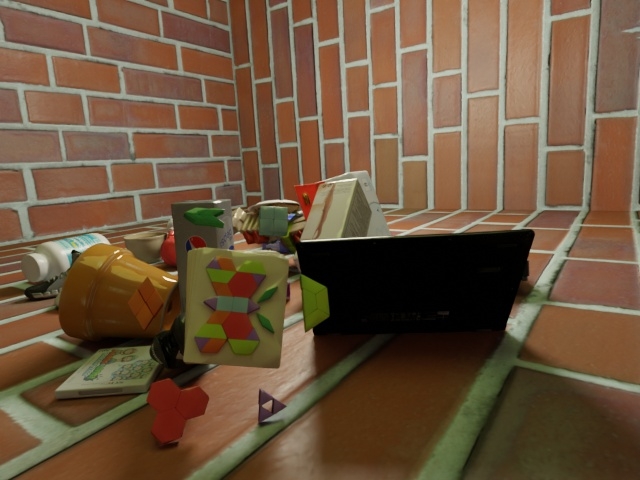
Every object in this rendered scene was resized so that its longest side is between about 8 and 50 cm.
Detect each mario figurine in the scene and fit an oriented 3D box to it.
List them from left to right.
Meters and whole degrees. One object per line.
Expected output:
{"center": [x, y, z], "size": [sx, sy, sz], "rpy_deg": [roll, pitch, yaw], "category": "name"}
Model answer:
{"center": [-0.508, -0.001, 1.652], "size": [0.198, 0.170, 0.320], "rpy_deg": [-2, 9, -3], "category": "mario figurine"}

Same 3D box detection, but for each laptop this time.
{"center": [0.172, 0.067, 0.887], "size": [0.382, 0.407, 0.236], "rpy_deg": [-3, 43, 6], "category": "laptop"}

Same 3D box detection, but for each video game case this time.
{"center": [-0.354, 0.227, 0.745], "size": [0.143, 0.019, 0.157], "rpy_deg": [-4, 10, -3], "category": "video game case"}

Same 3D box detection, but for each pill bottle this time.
{"center": [-0.873, 0.065, 1.455], "size": [0.146, 0.146, 0.264], "rpy_deg": [1, 11, 22], "category": "pill bottle"}

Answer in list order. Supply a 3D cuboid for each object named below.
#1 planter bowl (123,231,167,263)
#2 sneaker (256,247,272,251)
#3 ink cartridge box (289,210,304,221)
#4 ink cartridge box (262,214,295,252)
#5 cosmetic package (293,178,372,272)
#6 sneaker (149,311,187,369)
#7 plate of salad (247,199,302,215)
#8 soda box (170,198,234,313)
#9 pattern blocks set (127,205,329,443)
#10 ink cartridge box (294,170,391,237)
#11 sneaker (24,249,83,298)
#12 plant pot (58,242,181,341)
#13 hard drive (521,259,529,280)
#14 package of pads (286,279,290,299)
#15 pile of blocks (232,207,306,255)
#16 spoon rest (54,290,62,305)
{"center": [-0.694, 0.031, 1.685], "size": [0.162, 0.109, 0.162], "rpy_deg": [-3, 10, 0], "category": "planter bowl"}
{"center": [-0.217, 0.079, 1.380], "size": [0.115, 0.090, 0.232], "rpy_deg": [-10, 1, 0], "category": "sneaker"}
{"center": [0.000, 0.000, 1.506], "size": [0.078, 0.231, 0.134], "rpy_deg": [-46, 27, -18], "category": "ink cartridge box"}
{"center": [-0.110, -0.044, 1.816], "size": [0.270, 0.151, 0.395], "rpy_deg": [-4, 12, -2], "category": "ink cartridge box"}
{"center": [0.043, -0.018, 1.183], "size": [0.129, 0.153, 0.296], "rpy_deg": [-5, 45, 25], "category": "cosmetic package"}
{"center": [-0.235, 0.175, 0.704], "size": [0.106, 0.078, 0.234], "rpy_deg": [-18, -14, -15], "category": "sneaker"}
{"center": [-0.147, -0.100, 1.435], "size": [0.200, 0.048, 0.200], "rpy_deg": [-4, -7, 0], "category": "plate of salad"}
{"center": [-0.239, 0.057, 0.894], "size": [0.098, 0.286, 0.091], "rpy_deg": [-1, 9, 11], "category": "soda box"}
{"center": [-0.125, 0.097, 0.616], "size": [0.286, 0.324, 0.026], "rpy_deg": [-7, -18, -17], "category": "pattern blocks set"}
{"center": [0.096, -0.070, 1.409], "size": [0.091, 0.308, 0.385], "rpy_deg": [-20, -1, 33], "category": "ink cartridge box"}
{"center": [-0.781, 0.095, 1.294], "size": [0.229, 0.132, 0.086], "rpy_deg": [-10, 12, -33], "category": "sneaker"}
{"center": [-0.402, 0.125, 0.898], "size": [0.188, 0.205, 0.205], "rpy_deg": [12, 11, 1], "category": "plant pot"}
{"center": [0.359, 0.072, 1.153], "size": [0.339, 0.064, 0.237], "rpy_deg": [-1, 2, 11], "category": "hard drive"}
{"center": [-0.121, 0.132, 1.101], "size": [0.083, 0.050, 0.032], "rpy_deg": [-4, 5, -3], "category": "package of pads"}
{"center": [-0.162, -0.009, 1.376], "size": [0.362, 0.149, 0.112], "rpy_deg": [6, 44, 12], "category": "pile of blocks"}
{"center": [-0.625, 0.154, 1.131], "size": [0.137, 0.084, 0.276], "rpy_deg": [-11, -1, -41], "category": "spoon rest"}
